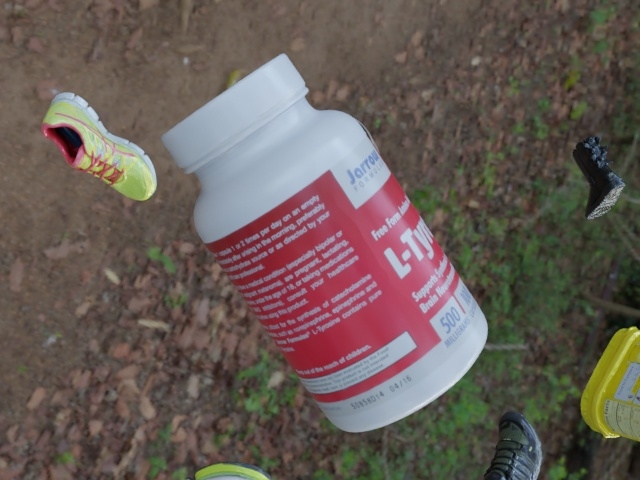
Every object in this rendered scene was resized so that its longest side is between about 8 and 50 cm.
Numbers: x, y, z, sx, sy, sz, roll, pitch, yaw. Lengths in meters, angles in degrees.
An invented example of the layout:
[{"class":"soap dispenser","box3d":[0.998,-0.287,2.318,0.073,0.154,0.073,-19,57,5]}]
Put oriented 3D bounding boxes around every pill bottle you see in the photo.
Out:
[{"class":"pill bottle","box3d":[0.000,0.000,1.121,0.229,0.229,0.408,-43,104,-40]}]

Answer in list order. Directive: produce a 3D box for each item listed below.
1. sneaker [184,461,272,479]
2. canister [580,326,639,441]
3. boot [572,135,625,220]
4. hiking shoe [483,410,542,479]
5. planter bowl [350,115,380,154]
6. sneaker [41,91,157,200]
[{"class":"sneaker","box3d":[-0.193,0.382,1.192,0.111,0.300,0.121,45,25,-30]},{"class":"canister","box3d":[0.386,0.169,1.040,0.073,0.170,0.126,46,68,-32]},{"class":"boot","box3d":[0.433,-0.100,1.529,0.045,0.099,0.121,-19,155,-15]},{"class":"hiking shoe","box3d":[0.360,0.435,1.815,0.114,0.086,0.227,18,65,-48]},{"class":"planter bowl","box3d":[0.027,-0.096,1.439,0.109,0.162,0.162,34,76,-59]},{"class":"sneaker","box3d":[-0.342,-0.126,1.460,0.208,0.081,0.094,41,33,-14]}]
